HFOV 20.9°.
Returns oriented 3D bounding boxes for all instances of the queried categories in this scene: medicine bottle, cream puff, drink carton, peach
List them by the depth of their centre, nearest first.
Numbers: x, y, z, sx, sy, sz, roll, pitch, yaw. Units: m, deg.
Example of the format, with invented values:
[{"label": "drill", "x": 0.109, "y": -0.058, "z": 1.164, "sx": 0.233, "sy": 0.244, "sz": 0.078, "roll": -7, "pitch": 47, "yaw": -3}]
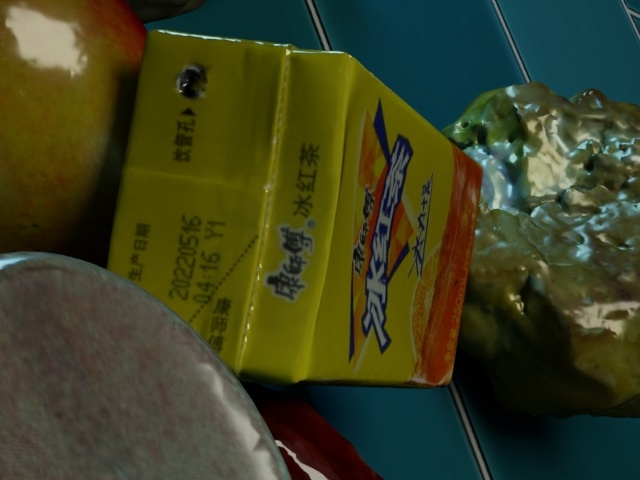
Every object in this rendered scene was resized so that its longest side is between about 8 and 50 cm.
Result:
[{"label": "medicine bottle", "x": -0.162, "y": 0.138, "z": 0.512, "sx": 0.151, "sy": 0.322, "sz": 0.151, "roll": 36, "pitch": 35, "yaw": -31}, {"label": "peach", "x": -0.163, "y": -0.058, "z": 0.864, "sx": 0.197, "sy": 0.197, "sz": 0.197, "roll": 36, "pitch": 35, "yaw": -30}, {"label": "drink carton", "x": 0.000, "y": 0.000, "z": 0.937, "sx": 0.351, "sy": 0.111, "sz": 0.154, "roll": 21, "pitch": 78, "yaw": -75}, {"label": "cream puff", "x": 0.181, "y": 0.019, "z": 1.305, "sx": 0.282, "sy": 0.185, "sz": 0.282, "roll": 3, "pitch": 57, "yaw": -5}]

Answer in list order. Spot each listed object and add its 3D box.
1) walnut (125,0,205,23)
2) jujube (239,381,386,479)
[{"label": "walnut", "x": -0.140, "y": -0.228, "z": 1.052, "sx": 0.224, "sy": 0.224, "sz": 0.224, "roll": 36, "pitch": 35, "yaw": -30}, {"label": "jujube", "x": -0.010, "y": 0.172, "z": 0.871, "sx": 0.230, "sy": 0.155, "sz": 0.155, "roll": 52, "pitch": 30, "yaw": -3}]
